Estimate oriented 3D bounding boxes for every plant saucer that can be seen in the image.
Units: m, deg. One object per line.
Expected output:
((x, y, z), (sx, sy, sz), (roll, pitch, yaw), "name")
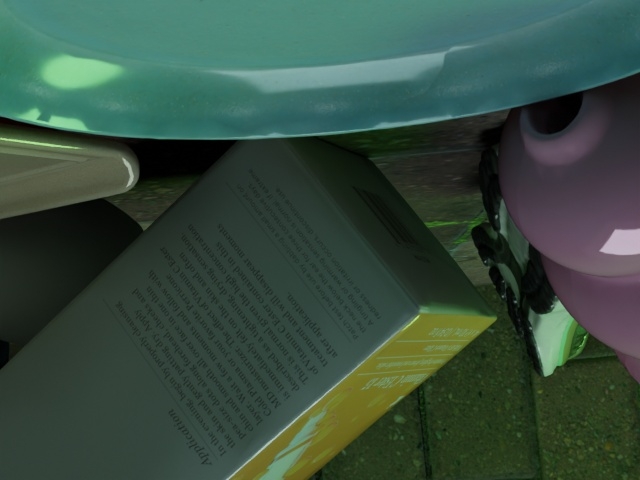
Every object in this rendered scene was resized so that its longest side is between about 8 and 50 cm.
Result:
((0.008, -0.093, 0.471), (0.318, 0.043, 0.317), (-5, 173, -1), "plant saucer")

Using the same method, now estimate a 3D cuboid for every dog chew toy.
((0.224, -0.007, 0.697), (0.207, 0.206, 0.332), (-11, 152, 41), "dog chew toy")

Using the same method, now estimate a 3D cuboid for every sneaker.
((0.241, 0.004, 1.005), (0.182, 0.158, 0.410), (-22, 166, -1), "sneaker")

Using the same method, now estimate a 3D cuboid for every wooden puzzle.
((-0.259, -0.050, 0.666), (0.221, 0.044, 0.239), (-9, 168, 34), "wooden puzzle")

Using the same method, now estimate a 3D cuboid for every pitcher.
((-0.251, 0.009, 0.918), (0.207, 0.125, 0.178), (8, -170, -20), "pitcher")

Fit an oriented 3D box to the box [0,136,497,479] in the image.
((-0.073, 0.100, 0.856), (0.345, 0.168, 0.215), (-42, 163, 14), "box")

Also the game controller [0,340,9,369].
((-0.385, 0.044, 0.891), (0.319, 0.166, 0.067), (13, 118, -53), "game controller")
